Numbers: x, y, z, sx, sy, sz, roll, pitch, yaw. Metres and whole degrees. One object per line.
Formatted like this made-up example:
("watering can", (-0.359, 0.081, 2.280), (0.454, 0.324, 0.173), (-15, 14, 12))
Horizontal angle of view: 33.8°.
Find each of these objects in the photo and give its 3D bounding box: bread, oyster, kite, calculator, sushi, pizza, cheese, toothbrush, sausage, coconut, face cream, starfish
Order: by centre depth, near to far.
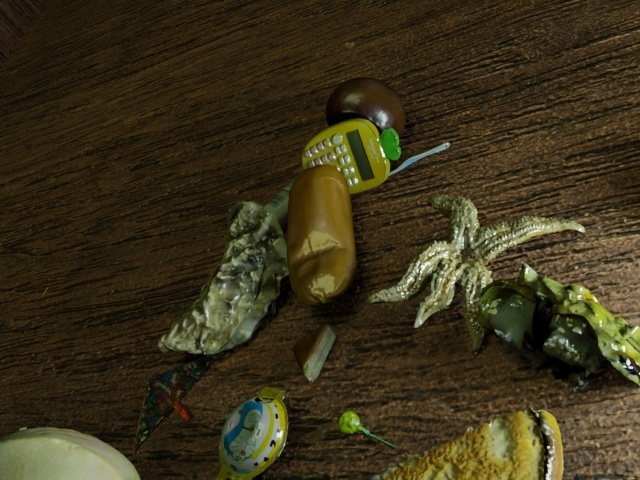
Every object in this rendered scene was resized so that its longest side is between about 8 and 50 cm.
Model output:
("pizza", (0.205, 0.370, 1.424), (0.287, 0.074, 0.251), (-26, 36, 19))
("sushi", (0.340, 0.125, 1.525), (0.131, 0.139, 0.291), (-54, 38, -8))
("coconut", (-0.452, 0.467, 1.720), (0.352, 0.352, 0.353), (-24, 37, 20))
("starfish", (0.240, 0.057, 1.733), (0.301, 0.084, 0.293), (17, 56, 31))
("cheese", (-0.127, 0.358, 1.750), (0.156, 0.064, 0.250), (6, 67, 47))
("bread", (-0.019, 0.197, 1.848), (0.062, 0.043, 0.109), (-2, 50, 38))
("sausage", (0.002, 0.004, 1.988), (0.134, 0.116, 0.354), (-14, 43, 12))
("kite", (-0.291, 0.302, 2.009), (0.232, 0.009, 0.189), (-48, 37, -11))
("oyster", (-0.187, 0.088, 2.057), (0.351, 0.115, 0.238), (-51, 34, -10))
("toothbrush", (0.183, -0.156, 2.088), (0.162, 0.014, 0.017), (-22, 57, 21))
("calculator", (0.062, -0.167, 2.107), (0.235, 0.146, 0.032), (-15, 10, 34))
("face cream", (-0.058, -0.091, 2.203), (0.244, 0.058, 0.092), (-46, 30, -18))

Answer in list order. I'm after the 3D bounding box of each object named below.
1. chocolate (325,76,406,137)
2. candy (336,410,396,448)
("chocolate", (0.098, -0.266, 2.164), (0.176, 0.177, 0.177), (-24, 37, 20))
("candy", (0.073, 0.304, 1.662), (0.123, 0.035, 0.035), (23, 111, 42))
